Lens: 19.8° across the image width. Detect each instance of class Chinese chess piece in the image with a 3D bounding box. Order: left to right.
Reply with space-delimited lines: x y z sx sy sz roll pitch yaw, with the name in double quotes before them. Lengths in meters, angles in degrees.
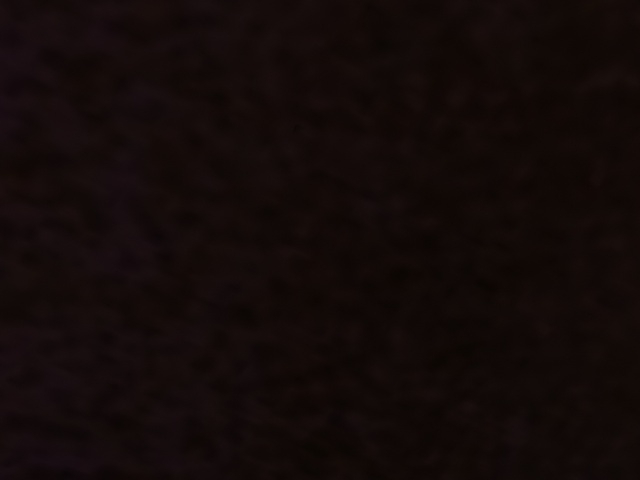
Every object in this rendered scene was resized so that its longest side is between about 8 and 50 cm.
"Chinese chess piece" 0.000 0.000 0.447 0.270 0.270 0.112 -36 29 13
